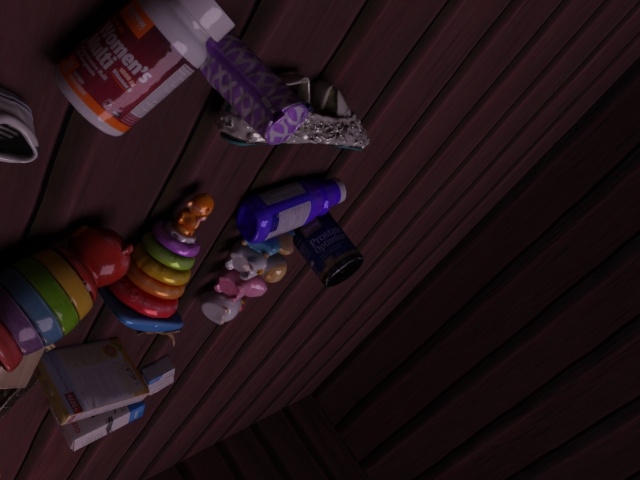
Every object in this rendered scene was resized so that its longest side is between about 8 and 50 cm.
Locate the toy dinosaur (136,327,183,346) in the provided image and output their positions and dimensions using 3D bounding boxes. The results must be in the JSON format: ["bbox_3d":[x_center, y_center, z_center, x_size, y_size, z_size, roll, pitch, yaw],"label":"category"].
[{"bbox_3d":[-0.420,0.236,1.814,0.092,0.053,0.183,-25,156,14],"label":"toy dinosaur"}]

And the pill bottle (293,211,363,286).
[{"bbox_3d":[0.000,0.000,1.710,0.123,0.219,0.123,-33,161,-13],"label":"pill bottle"}]

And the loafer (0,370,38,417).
[{"bbox_3d":[-0.701,0.336,1.539,0.148,0.050,0.056,-48,168,-18],"label":"loafer"}]

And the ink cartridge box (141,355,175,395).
[{"bbox_3d":[-0.496,0.413,2.064,0.088,0.052,0.122,-26,157,-28],"label":"ink cartridge box"}]

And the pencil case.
[{"bbox_3d":[-0.110,-0.232,1.010,0.086,0.206,0.088,-49,164,15],"label":"pencil case"}]

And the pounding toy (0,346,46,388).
[{"bbox_3d":[-0.608,0.199,1.269,0.100,0.141,0.130,13,111,-53],"label":"pounding toy"}]

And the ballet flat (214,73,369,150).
[{"bbox_3d":[-0.024,-0.239,1.270,0.147,0.147,0.409,-48,159,29],"label":"ballet flat"}]

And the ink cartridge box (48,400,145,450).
[{"bbox_3d":[-0.595,0.439,1.804,0.203,0.148,0.086,-24,158,-34],"label":"ink cartridge box"}]

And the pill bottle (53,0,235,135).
[{"bbox_3d":[-0.227,-0.249,0.886,0.221,0.121,0.121,-39,161,7],"label":"pill bottle"}]

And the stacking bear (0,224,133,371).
[{"bbox_3d":[-0.465,0.078,1.184,0.289,0.164,0.175,-39,-163,-29],"label":"stacking bear"}]

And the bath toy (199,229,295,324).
[{"bbox_3d":[-0.189,0.088,1.742,0.348,0.151,0.129,-50,-173,40],"label":"bath toy"}]

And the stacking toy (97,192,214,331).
[{"bbox_3d":[-0.310,0.023,1.374,0.175,0.166,0.302,15,115,-52],"label":"stacking toy"}]

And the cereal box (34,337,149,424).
[{"bbox_3d":[-0.541,0.325,1.599,0.047,0.173,0.240,-45,159,25],"label":"cereal box"}]

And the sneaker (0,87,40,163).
[{"bbox_3d":[-0.433,-0.154,0.794,0.094,0.091,0.258,-43,160,16],"label":"sneaker"}]

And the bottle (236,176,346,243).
[{"bbox_3d":[-0.062,-0.083,1.603,0.283,0.092,0.118,-23,155,-35],"label":"bottle"}]

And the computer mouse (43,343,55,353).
[{"bbox_3d":[-0.584,0.206,1.417,0.262,0.060,0.184,-35,160,-4],"label":"computer mouse"}]
